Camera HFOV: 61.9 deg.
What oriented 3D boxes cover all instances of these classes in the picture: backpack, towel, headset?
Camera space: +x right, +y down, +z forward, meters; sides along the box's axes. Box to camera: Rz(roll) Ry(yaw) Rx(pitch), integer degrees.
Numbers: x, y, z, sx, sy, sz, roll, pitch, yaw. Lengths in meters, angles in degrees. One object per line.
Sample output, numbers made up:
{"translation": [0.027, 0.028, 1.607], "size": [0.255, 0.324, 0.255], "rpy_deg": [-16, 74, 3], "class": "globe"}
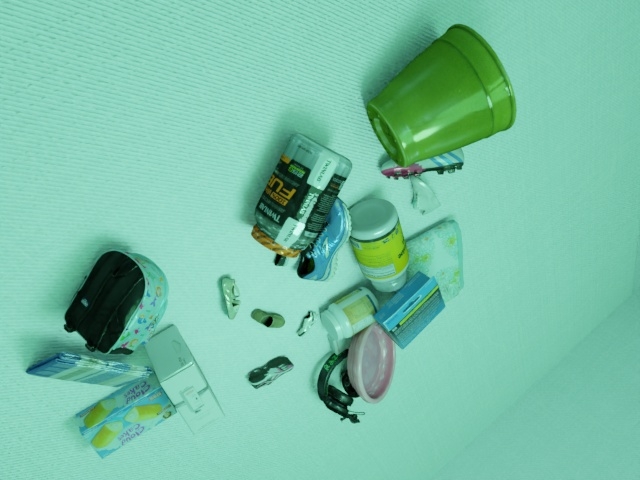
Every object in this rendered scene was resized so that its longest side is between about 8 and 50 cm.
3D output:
{"translation": [-0.530, 0.157, 1.432], "size": [0.254, 0.225, 0.191], "rpy_deg": [-62, 155, 6], "class": "backpack"}
{"translation": [0.451, 0.133, 2.209], "size": [0.320, 0.090, 0.375], "rpy_deg": [-27, 123, -21], "class": "towel"}
{"translation": [0.093, 0.626, 2.253], "size": [0.243, 0.185, 0.394], "rpy_deg": [-36, 123, -30], "class": "headset"}
{"translation": [-0.656, 0.373, 1.527], "size": [0.209, 0.034, 0.285], "rpy_deg": [-25, 145, 36], "class": "towel"}

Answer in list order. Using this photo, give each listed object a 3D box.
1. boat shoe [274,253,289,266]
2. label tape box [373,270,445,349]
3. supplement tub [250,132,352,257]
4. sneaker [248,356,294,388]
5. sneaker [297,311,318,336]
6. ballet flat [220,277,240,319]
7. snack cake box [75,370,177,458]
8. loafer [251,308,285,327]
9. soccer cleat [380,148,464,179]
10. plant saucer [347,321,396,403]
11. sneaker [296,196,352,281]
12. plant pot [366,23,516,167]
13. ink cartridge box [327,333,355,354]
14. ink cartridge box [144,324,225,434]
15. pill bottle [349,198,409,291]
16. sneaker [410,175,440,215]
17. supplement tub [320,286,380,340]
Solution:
{"translation": [-0.122, 0.027, 1.769], "size": [0.040, 0.049, 0.142], "rpy_deg": [-6, 122, -33], "class": "boat shoe"}
{"translation": [0.329, 0.249, 2.000], "size": [0.249, 0.115, 0.348], "rpy_deg": [-44, 147, -4], "class": "label tape box"}
{"translation": [-0.064, -0.131, 1.603], "size": [0.207, 0.207, 0.338], "rpy_deg": [18, 104, -42], "class": "supplement tub"}
{"translation": [-0.186, 0.502, 2.014], "size": [0.178, 0.072, 0.077], "rpy_deg": [-18, 138, -17], "class": "sneaker"}
{"translation": [-0.055, 0.313, 2.008], "size": [0.043, 0.040, 0.109], "rpy_deg": [37, 89, -28], "class": "sneaker"}
{"translation": [-0.286, 0.194, 1.739], "size": [0.052, 0.057, 0.168], "rpy_deg": [-2, 125, 6], "class": "ballet flat"}
{"translation": [-0.615, 0.554, 1.704], "size": [0.264, 0.089, 0.152], "rpy_deg": [-29, 130, -18], "class": "snack cake box"}
{"translation": [-0.179, 0.285, 1.885], "size": [0.148, 0.050, 0.056], "rpy_deg": [21, 103, -42], "class": "loafer"}
{"translation": [0.355, -0.300, 1.893], "size": [0.331, 0.116, 0.143], "rpy_deg": [-8, 85, -20], "class": "soccer cleat"}
{"translation": [0.201, 0.479, 2.139], "size": [0.332, 0.084, 0.333], "rpy_deg": [0, 90, -57], "class": "plant saucer"}
{"translation": [0.000, 0.000, 1.787], "size": [0.147, 0.129, 0.330], "rpy_deg": [-4, 119, -37], "class": "sneaker"}
{"translation": [0.349, -0.413, 1.667], "size": [0.352, 0.366, 0.367], "rpy_deg": [-32, 132, -2], "class": "plant pot"}
{"translation": [0.094, 0.391, 2.151], "size": [0.122, 0.052, 0.089], "rpy_deg": [-30, 130, -20], "class": "ink cartridge box"}
{"translation": [-0.431, 0.439, 1.685], "size": [0.117, 0.207, 0.283], "rpy_deg": [-29, 129, -16], "class": "ink cartridge box"}
{"translation": [0.215, 0.028, 1.922], "size": [0.187, 0.188, 0.334], "rpy_deg": [-35, 133, -14], "class": "pill bottle"}
{"translation": [0.378, -0.162, 2.008], "size": [0.094, 0.080, 0.212], "rpy_deg": [-40, 135, 7], "class": "sneaker"}
{"translation": [0.116, 0.282, 2.035], "size": [0.199, 0.144, 0.144], "rpy_deg": [-28, 130, -19], "class": "supplement tub"}
